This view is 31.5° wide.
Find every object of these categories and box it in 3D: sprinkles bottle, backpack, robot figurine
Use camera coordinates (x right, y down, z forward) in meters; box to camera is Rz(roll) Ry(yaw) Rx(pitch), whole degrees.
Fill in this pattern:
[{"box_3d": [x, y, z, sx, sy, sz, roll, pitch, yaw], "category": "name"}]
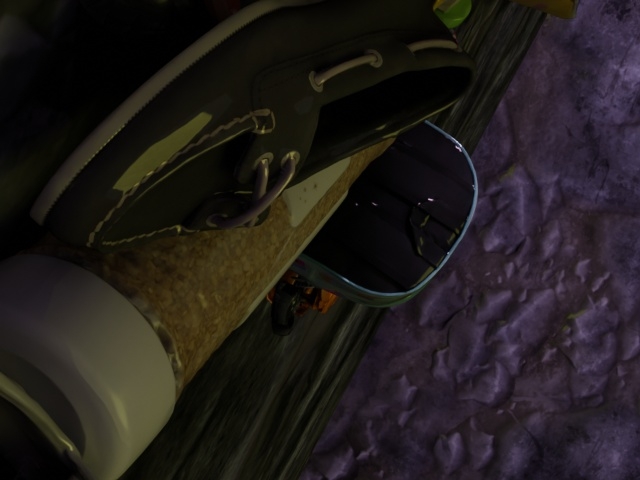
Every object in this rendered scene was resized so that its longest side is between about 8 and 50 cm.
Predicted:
[{"box_3d": [-0.070, -0.014, 0.684, 0.355, 0.121, 0.121, -51, 167, -46], "category": "sprinkles bottle"}, {"box_3d": [0.027, -0.035, 0.917, 0.166, 0.188, 0.144, -59, 170, -15], "category": "backpack"}, {"box_3d": [0.000, 0.000, 1.195, 0.211, 0.085, 0.291, -60, 171, -2], "category": "robot figurine"}]

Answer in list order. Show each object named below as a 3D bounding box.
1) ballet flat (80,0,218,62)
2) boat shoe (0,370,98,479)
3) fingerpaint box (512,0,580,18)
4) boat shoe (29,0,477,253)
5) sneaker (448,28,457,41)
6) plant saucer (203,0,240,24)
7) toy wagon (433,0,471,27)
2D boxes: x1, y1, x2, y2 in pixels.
[{"box_3d": [-0.081, -0.115, 0.597, 0.173, 0.049, 0.057, 54, 26, -81], "category": "ballet flat"}, {"box_3d": [-0.137, 0.132, 0.519, 0.096, 0.088, 0.267, -60, 142, -40], "category": "boat shoe"}, {"box_3d": [0.121, -0.343, 0.454, 0.445, 0.163, 0.371, 45, 68, -82], "category": "fingerpaint box"}, {"box_3d": [-0.008, -0.068, 0.601, 0.112, 0.095, 0.335, -47, 177, 40], "category": "boat shoe"}, {"box_3d": [0.112, -0.204, 1.268, 0.170, 0.075, 0.063, -95, -169, -67], "category": "sneaker"}, {"box_3d": [-0.055, -0.146, 0.572, 0.083, 0.013, 0.083, -9, 90, -86], "category": "plant saucer"}, {"box_3d": [0.177, -0.312, 1.085, 0.344, 0.068, 0.267, -41, 175, -31], "category": "toy wagon"}]
